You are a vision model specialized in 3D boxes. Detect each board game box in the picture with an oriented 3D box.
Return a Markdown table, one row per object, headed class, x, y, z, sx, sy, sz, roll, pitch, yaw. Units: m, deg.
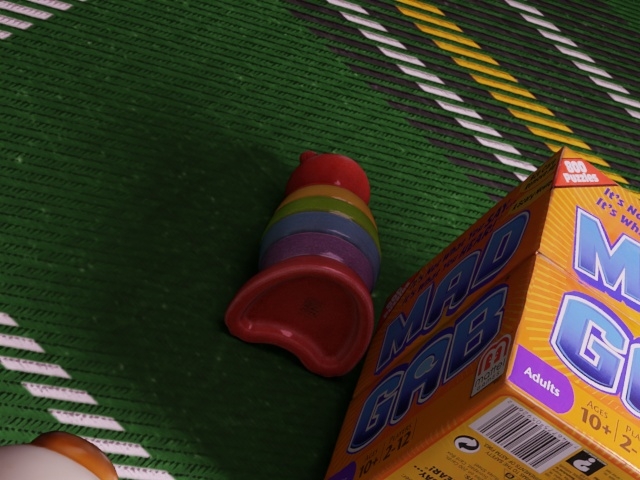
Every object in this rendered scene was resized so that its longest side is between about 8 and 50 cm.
| class | x | y | z | sx | sy | sz | roll | pitch | yaw |
| --- | --- | --- | --- | --- | --- | --- | --- | --- | --- |
| board game box | 0.268 | 0.196 | 1.619 | 0.356 | 0.356 | 0.356 | 34 | 45 | -13 |

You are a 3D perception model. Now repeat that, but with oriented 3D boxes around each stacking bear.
| class | x | y | z | sx | sy | sz | roll | pitch | yaw |
| --- | --- | --- | --- | --- | --- | --- | --- | --- | --- |
| stacking bear | 0.000 | 0.000 | 1.837 | 0.175 | 0.164 | 0.289 | 26 | 37 | -14 |

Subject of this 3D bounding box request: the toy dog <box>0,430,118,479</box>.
| class | x | y | z | sx | sy | sz | roll | pitch | yaw |
| --- | --- | --- | --- | --- | --- | --- | --- | --- | --- |
| toy dog | -0.197 | 0.355 | 1.189 | 0.284 | 0.395 | 0.408 | -31 | 66 | -34 |
